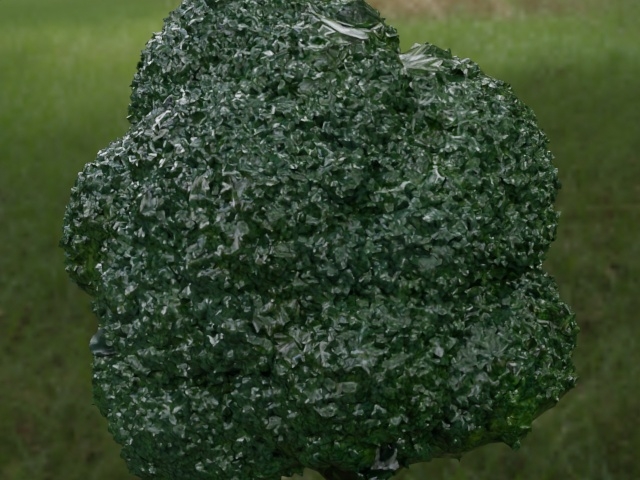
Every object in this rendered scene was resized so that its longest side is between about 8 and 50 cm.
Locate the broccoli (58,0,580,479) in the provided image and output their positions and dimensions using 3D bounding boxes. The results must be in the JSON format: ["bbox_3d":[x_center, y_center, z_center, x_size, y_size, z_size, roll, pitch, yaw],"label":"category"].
[{"bbox_3d":[0.000,0.000,0.746,0.254,0.269,0.269,-5,13,11],"label":"broccoli"}]
